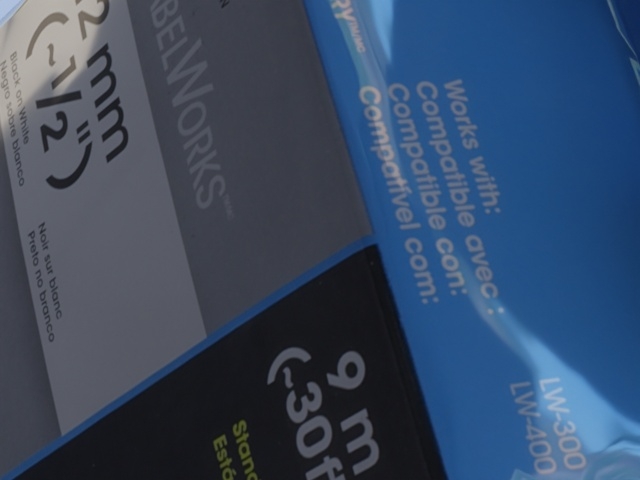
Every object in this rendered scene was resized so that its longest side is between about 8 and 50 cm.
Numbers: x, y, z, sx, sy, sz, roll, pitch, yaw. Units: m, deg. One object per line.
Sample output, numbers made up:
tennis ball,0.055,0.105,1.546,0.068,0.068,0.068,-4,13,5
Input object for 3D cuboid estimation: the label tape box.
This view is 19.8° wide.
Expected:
label tape box,0.000,0.000,0.584,0.348,0.115,0.249,-36,-121,38
